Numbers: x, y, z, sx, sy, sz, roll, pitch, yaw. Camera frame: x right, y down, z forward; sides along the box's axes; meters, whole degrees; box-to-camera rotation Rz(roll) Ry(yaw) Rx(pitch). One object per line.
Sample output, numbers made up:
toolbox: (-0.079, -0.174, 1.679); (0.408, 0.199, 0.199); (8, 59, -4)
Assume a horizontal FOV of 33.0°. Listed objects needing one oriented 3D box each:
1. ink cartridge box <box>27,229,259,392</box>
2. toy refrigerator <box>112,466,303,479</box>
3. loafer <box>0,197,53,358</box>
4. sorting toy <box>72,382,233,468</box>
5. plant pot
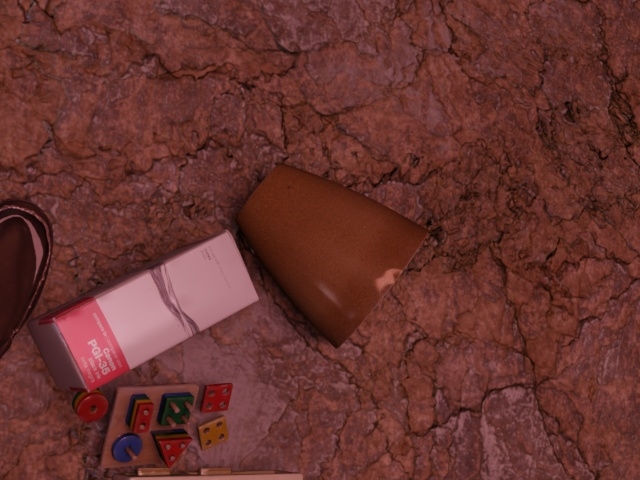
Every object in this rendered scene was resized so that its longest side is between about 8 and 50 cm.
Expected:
ink cartridge box: (-0.258, 0.103, 1.568); (0.283, 0.207, 0.117); (-27, 95, -25)
toy refrigerator: (-0.169, 0.388, 1.625); (0.269, 0.102, 0.094); (4, 81, -23)
loafer: (-0.471, 0.107, 1.513); (0.134, 0.130, 0.366); (26, 72, -19)
sorting toy: (-0.237, 0.280, 1.594); (0.274, 0.046, 0.132); (3, 111, -37)
plant pot: (0.000, 0.000, 1.713); (0.254, 0.237, 0.237); (39, 68, 1)
